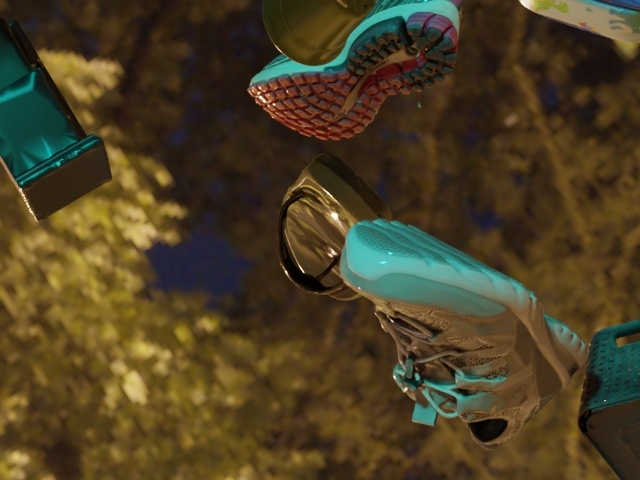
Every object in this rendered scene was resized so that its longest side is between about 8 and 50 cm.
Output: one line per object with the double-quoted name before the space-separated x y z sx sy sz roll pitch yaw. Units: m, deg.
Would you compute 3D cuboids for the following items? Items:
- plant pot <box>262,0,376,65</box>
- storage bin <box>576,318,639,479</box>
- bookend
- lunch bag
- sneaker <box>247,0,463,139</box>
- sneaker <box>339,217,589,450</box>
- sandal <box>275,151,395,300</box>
"plant pot" 0.006 -0.197 1.643 0.083 0.083 0.079 -19 -5 -33
"storage bin" 0.289 0.144 1.511 0.122 0.084 0.180 -19 -54 32
"bookend" -0.234 -0.108 1.529 0.072 0.157 0.156 -31 -6 -7
"lunch bag" 0.316 -0.322 2.072 0.219 0.176 0.090 -61 -16 -25
"sneaker" 0.045 -0.198 2.131 0.299 0.112 0.121 -20 -46 42
"sneaker" 0.094 0.075 1.353 0.281 0.105 0.115 35 -94 -50
"sandal" -0.001 -0.001 1.856 0.086 0.120 0.303 -52 -8 -12
